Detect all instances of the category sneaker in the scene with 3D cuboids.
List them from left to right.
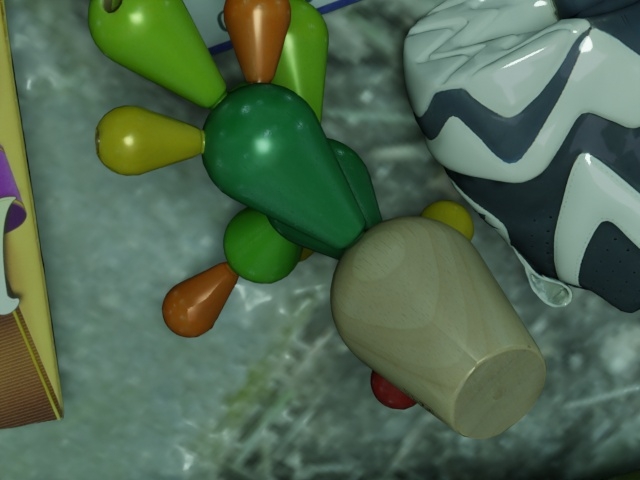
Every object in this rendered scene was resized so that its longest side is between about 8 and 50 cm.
[{"bbox_3d":[0.162,-0.046,0.629,0.235,0.094,0.153,-24,122,2],"label":"sneaker"}]

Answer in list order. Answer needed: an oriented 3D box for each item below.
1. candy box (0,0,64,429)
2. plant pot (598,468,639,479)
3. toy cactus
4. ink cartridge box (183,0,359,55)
[{"bbox_3d":[-0.152,-0.013,0.589,0.109,0.053,0.187,-9,130,-8],"label":"candy box"},{"bbox_3d":[0.027,0.244,0.640,0.353,0.366,0.366,-18,121,-16],"label":"plant pot"},{"bbox_3d":[0.000,0.000,0.555,0.112,0.180,0.219,-36,134,-6],"label":"toy cactus"},{"bbox_3d":[0.051,-0.214,0.493,0.324,0.071,0.330,-21,152,0],"label":"ink cartridge box"}]
